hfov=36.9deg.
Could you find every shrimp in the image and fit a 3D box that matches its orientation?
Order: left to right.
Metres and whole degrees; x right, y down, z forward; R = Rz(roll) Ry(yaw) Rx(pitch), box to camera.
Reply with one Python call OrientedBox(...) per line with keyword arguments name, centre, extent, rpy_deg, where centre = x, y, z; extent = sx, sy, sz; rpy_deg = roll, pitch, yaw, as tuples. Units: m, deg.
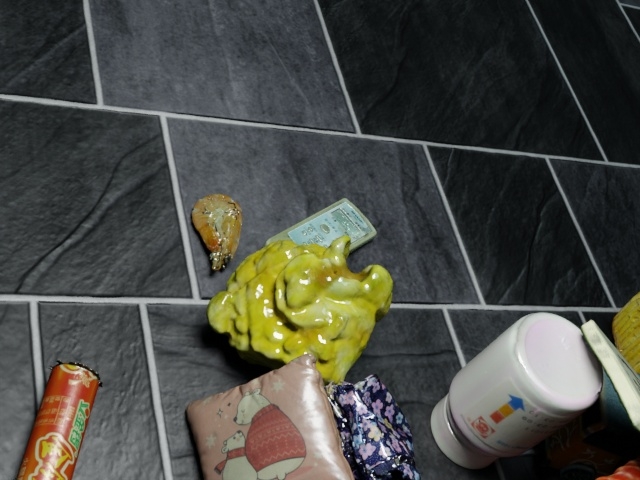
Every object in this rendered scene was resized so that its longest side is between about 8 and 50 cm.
OrientedBox(name="shrimp", centre=(-0.177, -0.013, 1.665), extent=(0.091, 0.043, 0.184), rpy_deg=(6, 46, -16))

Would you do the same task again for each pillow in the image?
OrientedBox(name="pillow", centre=(-0.075, 0.298, 1.377), extent=(0.084, 0.236, 0.223), rpy_deg=(43, 28, -59))

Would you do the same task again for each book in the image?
OrientedBox(name="book", centre=(0.526, 0.302, 1.405), extent=(0.371, 0.043, 0.260), rpy_deg=(47, 16, -20))

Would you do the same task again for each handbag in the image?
OrientedBox(name="handbag", centre=(0.082, 0.326, 1.434), extent=(0.127, 0.228, 0.207), rpy_deg=(-17, 58, 2))

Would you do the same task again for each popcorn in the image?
OrientedBox(name="popcorn", centre=(-0.035, 0.106, 1.519), extent=(0.250, 0.235, 0.241), rpy_deg=(30, 59, 10))

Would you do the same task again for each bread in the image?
OrientedBox(name="bread", centre=(0.704, 0.215, 1.898), extent=(0.227, 0.142, 0.253), rpy_deg=(10, 54, -24))

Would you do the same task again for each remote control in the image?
OrientedBox(name="remote control", centre=(0.000, 0.000, 1.751), extent=(0.233, 0.038, 0.098), rpy_deg=(-29, 73, -42))

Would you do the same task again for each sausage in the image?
OrientedBox(name="sausage", centre=(-0.362, 0.292, 1.294), extent=(0.083, 0.083, 0.264), rpy_deg=(19, 49, -15))

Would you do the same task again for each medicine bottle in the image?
OrientedBox(name="medicine bottle", centre=(0.303, 0.252, 1.540), extent=(0.170, 0.293, 0.170), rpy_deg=(15, 51, -19))

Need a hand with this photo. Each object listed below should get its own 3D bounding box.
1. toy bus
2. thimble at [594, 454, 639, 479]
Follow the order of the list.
OrientedBox(name="toy bus", centre=(0.559, 0.345, 1.675), extent=(0.324, 0.194, 0.161), rpy_deg=(21, 46, -13))
OrientedBox(name="thimble", centre=(0.423, 0.486, 1.397), extent=(0.350, 0.350, 0.230), rpy_deg=(-12, 59, -35))
